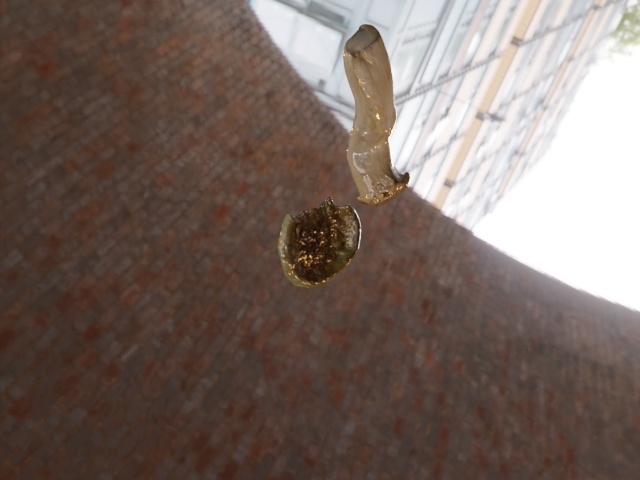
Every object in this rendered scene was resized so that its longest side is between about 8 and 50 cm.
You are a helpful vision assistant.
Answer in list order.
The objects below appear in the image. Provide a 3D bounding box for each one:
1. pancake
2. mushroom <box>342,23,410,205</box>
[{"bbox_3d":[-0.001,0.005,1.149,0.129,0.116,0.023,-22,-152,-33],"label":"pancake"},{"bbox_3d":[0.056,-0.124,0.933,0.054,0.202,0.059,17,-139,32],"label":"mushroom"}]
